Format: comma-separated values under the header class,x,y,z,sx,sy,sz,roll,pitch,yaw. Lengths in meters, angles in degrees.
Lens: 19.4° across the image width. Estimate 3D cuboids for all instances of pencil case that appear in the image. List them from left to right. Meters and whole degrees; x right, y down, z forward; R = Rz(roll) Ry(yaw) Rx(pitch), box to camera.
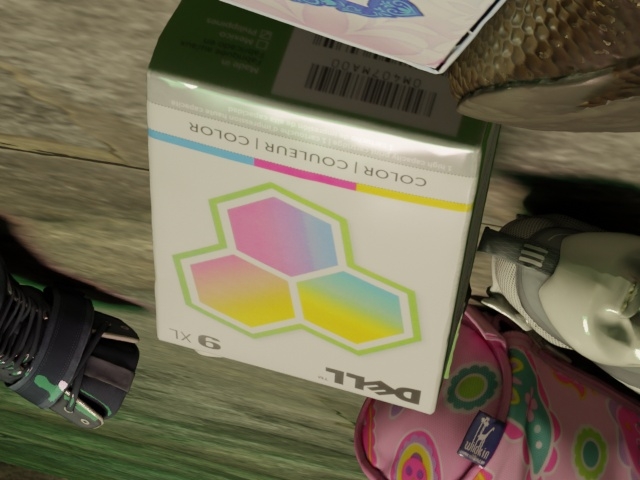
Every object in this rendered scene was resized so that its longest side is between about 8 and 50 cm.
class,x,y,z,sx,sy,sz,roll,pitch,yaw
pencil case,0.155,0.132,1.069,0.284,0.124,0.124,27,163,-34

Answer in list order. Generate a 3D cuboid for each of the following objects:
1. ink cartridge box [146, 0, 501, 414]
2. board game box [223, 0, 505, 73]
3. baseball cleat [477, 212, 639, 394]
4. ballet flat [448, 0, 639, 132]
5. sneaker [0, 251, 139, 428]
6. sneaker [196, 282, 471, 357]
class,x,y,z,sx,sy,sz,roll,pitch,yaw
ink cartridge box,0.000,0.000,0.669,0.109,0.062,0.209,15,143,7
board game box,-0.080,-0.147,0.321,0.318,0.066,0.318,19,166,-7
baseball cleat,0.144,0.033,0.814,0.109,0.072,0.206,27,175,44
ballet flat,0.083,-0.066,0.428,0.084,0.058,0.250,-1,173,-5
sneaker,-0.190,0.061,1.248,0.163,0.086,0.226,28,171,-13
sneaker,0.022,0.008,0.847,0.121,0.079,0.217,6,166,-16
